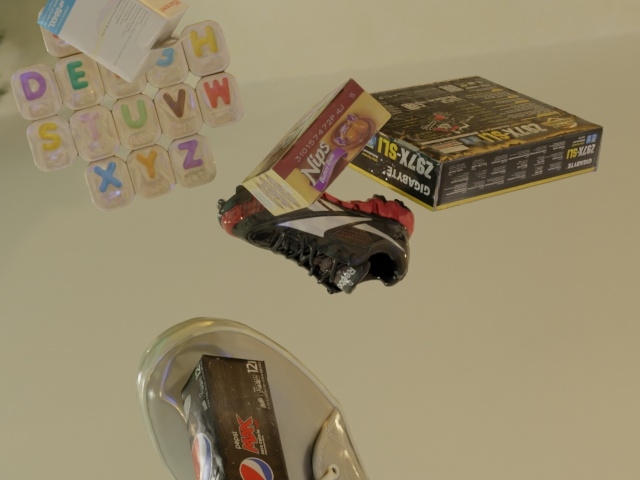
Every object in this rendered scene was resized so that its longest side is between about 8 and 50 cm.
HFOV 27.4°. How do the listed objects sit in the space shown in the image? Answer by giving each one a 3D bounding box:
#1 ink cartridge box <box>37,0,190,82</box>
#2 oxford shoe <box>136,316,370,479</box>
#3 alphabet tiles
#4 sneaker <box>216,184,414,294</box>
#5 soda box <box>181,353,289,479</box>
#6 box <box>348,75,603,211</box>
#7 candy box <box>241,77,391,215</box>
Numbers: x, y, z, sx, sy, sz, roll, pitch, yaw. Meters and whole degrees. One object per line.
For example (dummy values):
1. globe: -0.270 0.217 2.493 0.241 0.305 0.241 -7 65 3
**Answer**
1. ink cartridge box: -0.223 -0.248 1.471 0.090 0.143 0.092 -55 -178 22
2. oxford shoe: -0.014 0.257 1.221 0.169 0.449 0.130 -32 -157 -6
3. alphabet tiles: -0.250 -0.188 1.720 0.284 0.278 0.021 -15 -170 -7
4. sneaker: 0.000 0.000 1.710 0.276 0.098 0.135 9 -128 -21
5. soda box: -0.066 0.174 1.045 0.060 0.053 0.169 9 -137 -26
6. box: 0.193 -0.145 1.848 0.322 0.079 0.257 -14 -147 -37
7. candy box: -0.008 -0.081 1.201 0.109 0.053 0.186 -48 -174 -8
